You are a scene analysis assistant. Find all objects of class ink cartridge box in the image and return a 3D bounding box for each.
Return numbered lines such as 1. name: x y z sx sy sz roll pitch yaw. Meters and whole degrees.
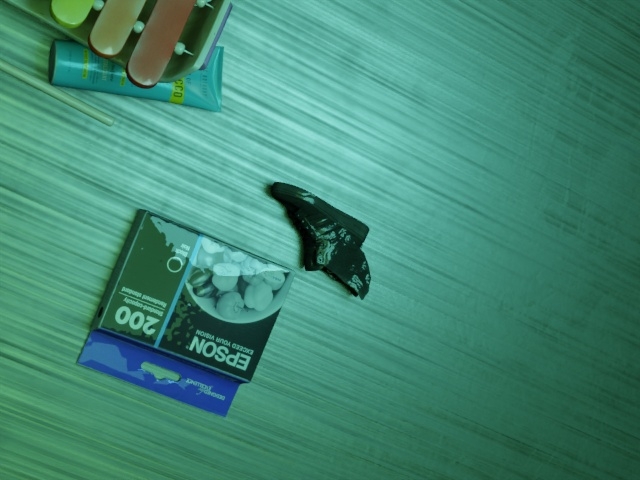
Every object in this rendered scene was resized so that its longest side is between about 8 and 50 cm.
1. ink cartridge box: -0.163 0.094 1.386 0.206 0.045 0.208 22 89 -18

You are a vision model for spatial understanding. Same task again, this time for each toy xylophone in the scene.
1. toy xylophone: -0.265 -0.269 1.267 0.322 0.081 0.236 21 65 -20

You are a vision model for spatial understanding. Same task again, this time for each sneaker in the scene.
1. sneaker: -0.001 0.000 1.424 0.170 0.051 0.089 28 82 -21

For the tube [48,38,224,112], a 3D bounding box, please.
1. tube: -0.215 -0.200 1.345 0.207 0.052 0.080 2 97 -23
